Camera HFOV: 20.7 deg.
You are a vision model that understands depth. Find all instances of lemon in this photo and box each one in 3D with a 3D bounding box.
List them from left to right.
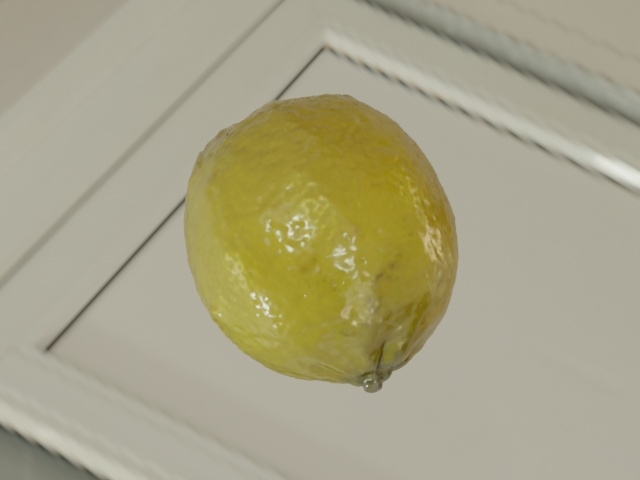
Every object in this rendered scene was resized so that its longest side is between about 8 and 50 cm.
[{"bbox_3d":[0.000,0.000,1.253,0.192,0.192,0.231,-43,61,47],"label":"lemon"}]
